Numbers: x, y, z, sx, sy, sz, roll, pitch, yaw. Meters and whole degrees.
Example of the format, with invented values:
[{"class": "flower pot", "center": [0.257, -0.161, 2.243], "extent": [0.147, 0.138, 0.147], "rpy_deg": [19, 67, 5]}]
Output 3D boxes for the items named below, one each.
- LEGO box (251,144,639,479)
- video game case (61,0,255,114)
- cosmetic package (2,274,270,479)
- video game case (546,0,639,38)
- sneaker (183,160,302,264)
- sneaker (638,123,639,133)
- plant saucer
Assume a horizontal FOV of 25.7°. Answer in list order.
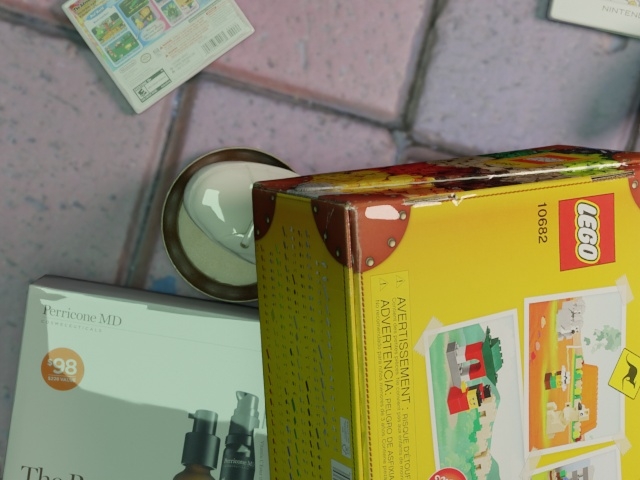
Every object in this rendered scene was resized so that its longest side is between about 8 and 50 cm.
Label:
[{"class": "LEGO box", "center": [0.151, 0.175, 1.361], "extent": [0.372, 0.193, 0.500], "rpy_deg": [-8, 100, -28]}, {"class": "video game case", "center": [-0.174, -0.238, 1.507], "extent": [0.157, 0.019, 0.143], "rpy_deg": [-35, 93, 3]}, {"class": "cosmetic package", "center": [-0.138, 0.206, 1.499], "extent": [0.377, 0.097, 0.284], "rpy_deg": [8, 94, 0]}, {"class": "video game case", "center": [0.366, -0.328, 1.498], "extent": [0.206, 0.026, 0.227], "rpy_deg": [12, 94, -1]}, {"class": "sneaker", "center": [0.000, 0.000, 1.445], "extent": [0.290, 0.123, 0.106], "rpy_deg": [24, 92, -15]}, {"class": "sneaker", "center": [0.470, -0.180, 1.446], "extent": [0.147, 0.104, 0.296], "rpy_deg": [45, 86, -2]}, {"class": "plant saucer", "center": [-0.088, -0.018, 1.518], "extent": [0.168, 0.029, 0.168], "rpy_deg": [0, 94, 0]}]
